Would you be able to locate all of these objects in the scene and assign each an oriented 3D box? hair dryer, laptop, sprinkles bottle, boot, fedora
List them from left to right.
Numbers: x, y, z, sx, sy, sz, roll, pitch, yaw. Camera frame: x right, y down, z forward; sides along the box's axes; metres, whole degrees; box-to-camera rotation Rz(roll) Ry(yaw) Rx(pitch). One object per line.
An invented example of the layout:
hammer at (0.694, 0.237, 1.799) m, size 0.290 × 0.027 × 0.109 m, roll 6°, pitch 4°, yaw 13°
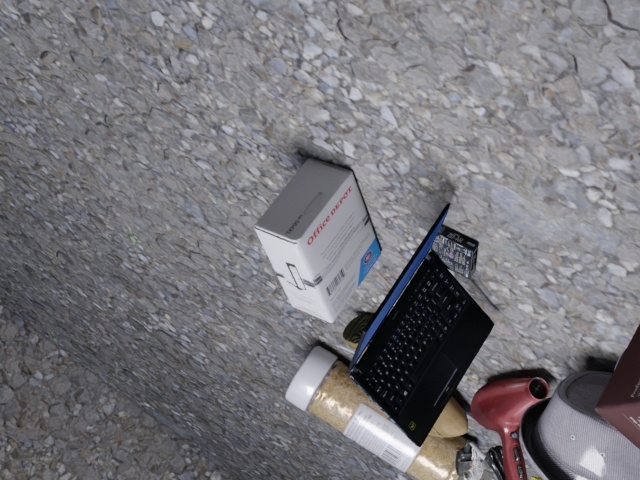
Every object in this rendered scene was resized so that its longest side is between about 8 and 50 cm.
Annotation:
sprinkles bottle at (0.111, 0.337, 2.413) m, size 0.355 × 0.121 × 0.121 m, roll 32°, pitch 155°, yaw 7°
boot at (0.184, 0.243, 2.207) m, size 0.236 × 0.089 × 0.269 m, roll 19°, pitch 153°, yaw 53°
laptop at (0.156, 0.121, 1.788) m, size 0.264 × 0.234 × 0.137 m, roll 48°, pitch 153°, yaw -25°
hair dryer at (0.317, 0.329, 2.090) m, size 0.223 × 0.080 × 0.293 m, roll 48°, pitch 141°, yaw 46°
fedora at (0.428, 0.283, 1.858) m, size 0.275 × 0.244 × 0.124 m, roll 35°, pitch 129°, yaw 31°

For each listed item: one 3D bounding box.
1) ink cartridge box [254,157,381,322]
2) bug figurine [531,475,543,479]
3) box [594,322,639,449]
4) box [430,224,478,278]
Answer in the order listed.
ink cartridge box at (0.000, 0.000, 1.917) m, size 0.086 × 0.148 × 0.203 m, roll 21°, pitch 151°, yaw 32°
bug figurine at (0.500, 0.436, 2.164) m, size 0.279 × 0.072 × 0.216 m, roll 18°, pitch 157°, yaw 23°
box at (0.492, 0.187, 1.612) m, size 0.167 × 0.168 × 0.203 m, roll 40°, pitch 155°, yaw -13°
box at (0.192, 0.016, 1.860) m, size 0.067 × 0.018 × 0.083 m, roll 27°, pitch 154°, yaw 18°
